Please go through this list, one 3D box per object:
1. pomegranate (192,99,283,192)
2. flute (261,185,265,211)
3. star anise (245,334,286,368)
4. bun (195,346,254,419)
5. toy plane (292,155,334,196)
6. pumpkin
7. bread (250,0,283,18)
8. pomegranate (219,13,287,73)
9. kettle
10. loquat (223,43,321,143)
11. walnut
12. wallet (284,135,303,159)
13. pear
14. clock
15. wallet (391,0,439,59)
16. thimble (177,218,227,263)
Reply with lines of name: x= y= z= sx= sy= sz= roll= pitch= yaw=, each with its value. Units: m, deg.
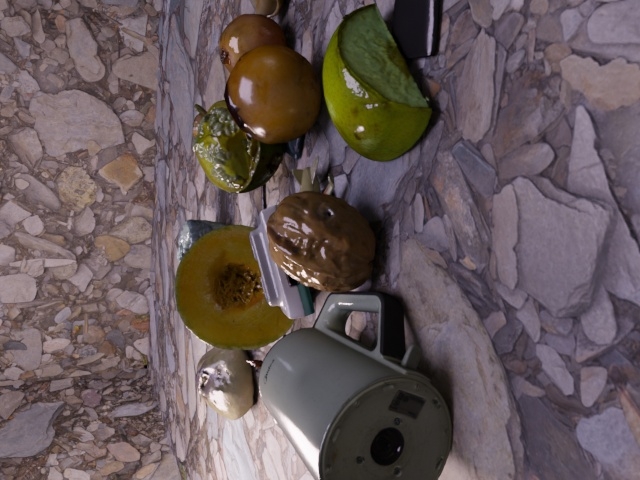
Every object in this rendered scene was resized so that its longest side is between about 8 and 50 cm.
pomegranate: x=-0.246 y=-0.280 z=1.569 sx=0.341 sy=0.261 sz=0.260 roll=40 pitch=130 yaw=29
flute: x=-0.174 y=-0.049 z=1.726 sx=0.014 sy=0.014 sz=0.269 roll=5 pitch=97 yaw=64
star anise: x=-0.115 y=0.373 z=1.611 sx=0.141 sy=0.144 sz=0.158 roll=-28 pitch=67 yaw=12
bun: x=-0.334 y=0.486 z=1.930 sx=0.273 sy=0.168 sz=0.272 roll=7 pitch=99 yaw=55
toy plane: x=-0.020 y=-0.067 z=1.324 sx=0.229 sy=0.092 sz=0.244 roll=-23 pitch=73 yaw=60
pumpkin: x=-0.223 y=0.131 z=1.530 sx=0.199 sy=0.333 sz=0.332 roll=146 pitch=119 yaw=-77
bread: x=-0.154 y=-0.709 z=1.553 sx=0.134 sy=0.081 sz=0.225 roll=112 pitch=144 yaw=-49
pomegranate: x=-0.183 y=-0.520 z=1.514 sx=0.191 sy=0.191 sz=0.191 roll=10 pitch=101 yaw=63
kettle: x=0.056 y=0.268 z=1.078 sx=0.377 sy=0.250 sz=0.361 roll=16 pitch=86 yaw=65
loquat: x=-0.110 y=-0.342 z=1.331 sx=0.235 sy=0.235 sz=0.234 roll=10 pitch=101 yaw=63
walnut: x=0.000 y=0.000 z=1.155 sx=0.245 sy=0.198 sz=0.198 roll=27 pitch=125 yaw=15
wallet: x=-0.070 y=-0.286 z=1.478 sx=0.088 sy=0.026 sz=0.129 roll=45 pitch=131 yaw=54
pear: x=0.070 y=-0.269 z=1.076 sx=0.239 sy=0.139 sz=0.288 roll=105 pitch=148 yaw=-62
clock: x=-0.102 y=0.057 z=1.352 sx=0.231 sy=0.116 sz=0.262 roll=158 pitch=96 yaw=-86
wallet: x=0.170 y=-0.444 z=0.980 sx=0.124 sy=0.025 sz=0.244 roll=26 pitch=115 yaw=61
thimble: x=-0.428 y=0.032 z=2.081 sx=0.250 sy=0.172 sz=0.204 roll=-57 pitch=38 yaw=46
